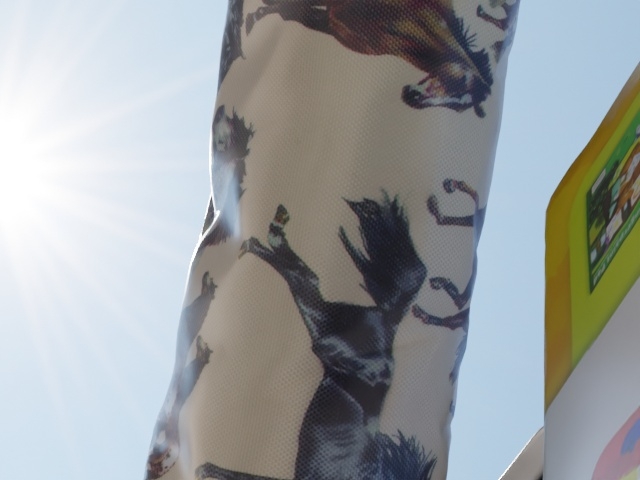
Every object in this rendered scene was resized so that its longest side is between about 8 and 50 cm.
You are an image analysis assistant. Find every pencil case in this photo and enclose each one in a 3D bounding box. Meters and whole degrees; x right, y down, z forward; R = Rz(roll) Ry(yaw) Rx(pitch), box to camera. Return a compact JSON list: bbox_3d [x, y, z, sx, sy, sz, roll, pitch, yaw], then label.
[{"bbox_3d":[0.000,0.000,0.715,0.183,0.160,0.410,-174,-87,-68],"label":"pencil case"}]

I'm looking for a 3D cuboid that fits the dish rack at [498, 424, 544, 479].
[{"bbox_3d":[0.179,0.293,0.834,0.285,0.072,0.333,40,-73,19],"label":"dish rack"}]

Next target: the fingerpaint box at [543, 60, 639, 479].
[{"bbox_3d":[0.213,-0.055,0.238,0.163,0.371,0.445,25,-61,-5],"label":"fingerpaint box"}]
